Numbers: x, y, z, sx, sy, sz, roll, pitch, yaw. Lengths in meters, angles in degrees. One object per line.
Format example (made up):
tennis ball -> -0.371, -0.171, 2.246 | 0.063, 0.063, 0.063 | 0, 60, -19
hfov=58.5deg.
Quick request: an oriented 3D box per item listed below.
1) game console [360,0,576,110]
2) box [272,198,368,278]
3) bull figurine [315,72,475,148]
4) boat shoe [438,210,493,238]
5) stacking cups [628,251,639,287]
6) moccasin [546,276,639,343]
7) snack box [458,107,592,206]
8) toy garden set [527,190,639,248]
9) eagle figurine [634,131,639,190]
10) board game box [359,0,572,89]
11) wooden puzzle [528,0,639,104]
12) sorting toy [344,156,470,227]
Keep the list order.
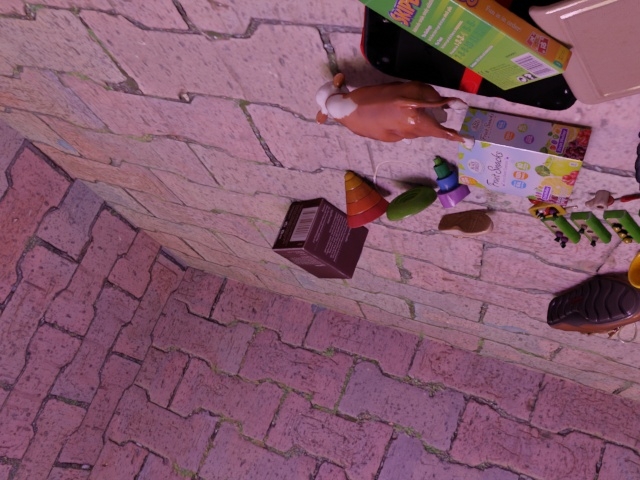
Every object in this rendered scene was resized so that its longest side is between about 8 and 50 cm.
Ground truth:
game console -> 0.222, -0.318, 0.738 | 0.342, 0.060, 0.386 | 13, 162, 7
box -> 0.000, 0.000, 1.713 | 0.203, 0.168, 0.167 | 34, 158, -32
bull figurine -> 0.120, -0.218, 0.976 | 0.189, 0.101, 0.310 | 7, -168, -27
boat shoe -> 0.362, -0.034, 1.387 | 0.059, 0.063, 0.170 | 28, 171, -27
stacking cups -> 0.827, 0.114, 1.243 | 0.316, 0.096, 0.096 | 23, 162, -13
moccasin -> 0.732, 0.187, 1.477 | 0.147, 0.139, 0.380 | 15, 160, 0
snack box -> 0.358, -0.147, 1.035 | 0.207, 0.070, 0.174 | 17, 162, 21
toy garden set -> 0.560, -0.036, 1.161 | 0.204, 0.049, 0.244 | 34, 159, -34
eagle figurine -> 0.520, -0.092, 0.728 | 0.225, 0.226, 0.298 | -13, -179, 33
board game box -> 0.171, -0.270, 0.712 | 0.260, 0.039, 0.124 | 22, 178, -17
wooden puzzle -> 0.397, -0.247, 0.674 | 0.239, 0.044, 0.221 | -3, 160, 38
sorting toy -> 0.170, -0.124, 1.323 | 0.366, 0.127, 0.126 | -8, 116, 52
